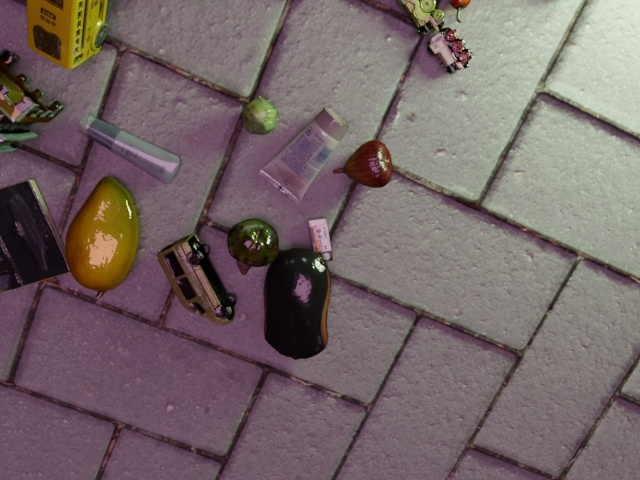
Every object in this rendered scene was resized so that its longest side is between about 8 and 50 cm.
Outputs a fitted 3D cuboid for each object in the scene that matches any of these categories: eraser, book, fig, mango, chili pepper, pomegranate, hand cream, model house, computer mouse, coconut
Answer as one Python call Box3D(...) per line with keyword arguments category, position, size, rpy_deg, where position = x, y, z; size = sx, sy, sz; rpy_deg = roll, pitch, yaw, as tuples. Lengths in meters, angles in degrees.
Box3D(category="eraser", position=(0.000, 0.000, 1.407), size=(0.052, 0.029, 0.122), rpy_deg=(-9, 106, 0))
Box3D(category="book", position=(-0.878, 0.014, 1.381), size=(0.373, 0.028, 0.263), rpy_deg=(-16, 106, 2))
Box3D(category="fig", position=(0.109, -0.197, 1.321), size=(0.152, 0.119, 0.119), rpy_deg=(12, 104, 6))
Box3D(category="mango", position=(-0.558, -0.005, 1.347), size=(0.176, 0.119, 0.317), rpy_deg=(14, 95, -3))
Box3D(category="chili pepper", position=(0.337, -0.613, 1.249), size=(0.059, 0.050, 0.191), rpy_deg=(7, 92, -1))
Box3D(category="pomegranate", position=(-0.180, 0.025, 1.358), size=(0.138, 0.125, 0.163), rpy_deg=(16, 104, -14))
Box3D(category="hand cream", position=(-0.482, -0.233, 1.321), size=(0.255, 0.048, 0.080), rpy_deg=(29, 107, -12))
Box3D(category="model house", position=(-0.760, -0.309, 1.205), size=(0.215, 0.224, 0.198), rpy_deg=(-39, 105, 4))
Box3D(category="hand cream", position=(-0.032, -0.217, 1.333), size=(0.133, 0.083, 0.248), rpy_deg=(41, 111, -10))
Box3D(category="computer mouse", position=(-0.064, 0.179, 1.397), size=(0.182, 0.116, 0.324), rpy_deg=(6, 109, 10))
Box3D(category="coconut", position=(-0.151, -0.309, 1.294), size=(0.087, 0.088, 0.096), rpy_deg=(-2, 110, -2))

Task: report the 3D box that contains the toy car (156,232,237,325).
Box3D(category="toy car", position=(-0.324, 0.115, 1.390), size=(0.124, 0.101, 0.257), rpy_deg=(-22, 103, 8))

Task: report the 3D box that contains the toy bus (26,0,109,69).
Box3D(category="toy bus", position=(-0.541, -0.542, 1.119), size=(0.144, 0.152, 0.330), rpy_deg=(29, 139, -8))

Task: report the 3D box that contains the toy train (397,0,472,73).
Box3D(category="toy train", position=(0.278, -0.516, 1.272), size=(0.085, 0.053, 0.250), rpy_deg=(-36, 104, 15))
